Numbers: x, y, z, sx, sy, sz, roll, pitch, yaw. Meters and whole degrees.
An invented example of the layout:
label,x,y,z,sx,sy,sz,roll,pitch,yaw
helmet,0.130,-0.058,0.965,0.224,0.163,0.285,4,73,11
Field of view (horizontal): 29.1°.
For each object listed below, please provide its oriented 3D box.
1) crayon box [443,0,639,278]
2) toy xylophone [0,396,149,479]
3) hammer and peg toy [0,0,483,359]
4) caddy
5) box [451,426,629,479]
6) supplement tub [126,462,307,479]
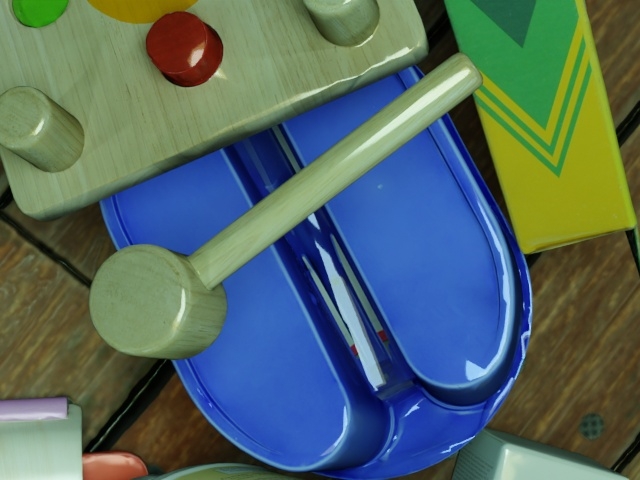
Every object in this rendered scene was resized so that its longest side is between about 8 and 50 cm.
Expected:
label,x,y,z,sx,sy,sz,roll,pitch,yaw
crayon box,0.137,-0.138,0.818,0.081,0.202,0.318,-15,123,13
toy xylophone,-0.246,0.267,0.852,0.236,0.081,0.323,6,89,-10
hammer and peg toy,-0.070,-0.123,0.713,0.266,0.127,0.361,-23,75,6
caddy,0.000,0.000,0.847,0.241,0.179,0.341,-28,81,4
box,0.155,0.195,0.916,0.101,0.102,0.087,17,89,-9
supplement tub,-0.022,0.259,0.717,0.241,0.331,0.241,1,89,-34
